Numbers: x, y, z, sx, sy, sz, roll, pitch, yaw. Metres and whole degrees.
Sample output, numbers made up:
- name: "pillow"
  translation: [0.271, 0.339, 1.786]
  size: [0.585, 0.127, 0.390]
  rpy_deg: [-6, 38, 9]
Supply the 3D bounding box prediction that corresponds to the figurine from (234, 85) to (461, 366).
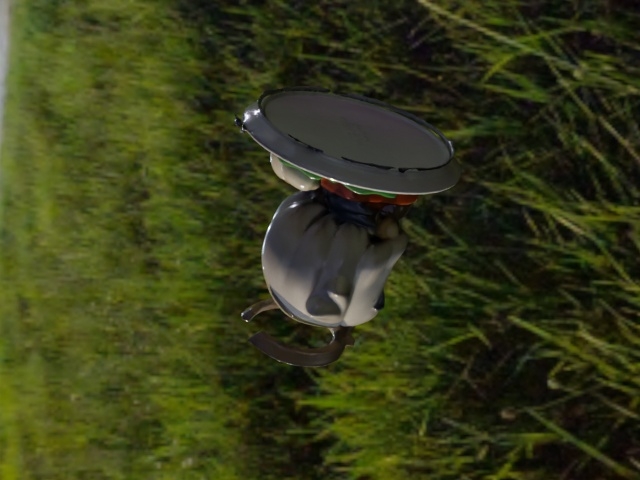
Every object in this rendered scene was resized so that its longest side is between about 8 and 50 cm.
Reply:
- name: "figurine"
  translation: [0.000, 0.000, 0.574]
  size: [0.132, 0.132, 0.153]
  rpy_deg: [-117, 38, -57]
